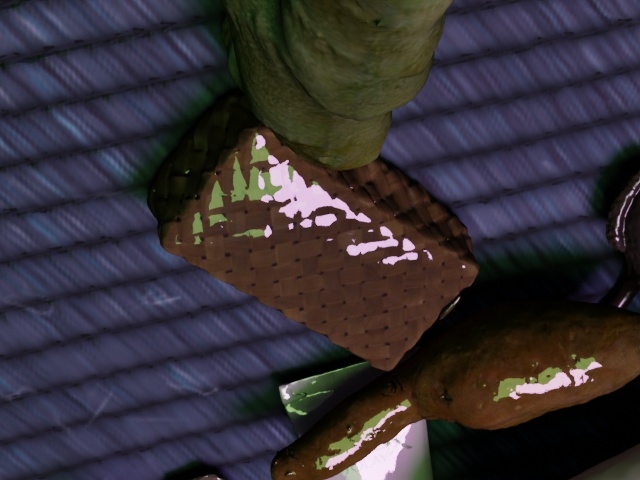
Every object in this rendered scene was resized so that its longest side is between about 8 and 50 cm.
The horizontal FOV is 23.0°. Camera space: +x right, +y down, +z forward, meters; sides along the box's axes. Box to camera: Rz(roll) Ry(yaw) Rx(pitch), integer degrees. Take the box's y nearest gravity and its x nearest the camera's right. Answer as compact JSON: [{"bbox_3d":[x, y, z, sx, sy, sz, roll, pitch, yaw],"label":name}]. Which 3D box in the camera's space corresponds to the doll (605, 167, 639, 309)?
[{"bbox_3d":[0.237,0.002,0.955,0.139,0.057,0.165,0,118,-10],"label":"doll"}]

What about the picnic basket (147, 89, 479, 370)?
[{"bbox_3d":[0.000,0.000,0.896,0.193,0.055,0.110,30,112,-30],"label":"picnic basket"}]

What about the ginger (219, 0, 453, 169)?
[{"bbox_3d":[0.003,-0.125,0.717,0.089,0.137,0.290,-14,169,-13],"label":"ginger"}]

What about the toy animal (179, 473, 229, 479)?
[{"bbox_3d":[-0.066,0.244,1.028,0.214,0.094,0.186,8,125,-27],"label":"toy animal"}]

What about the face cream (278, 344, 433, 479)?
[{"bbox_3d":[0.044,0.180,1.027,0.092,0.058,0.243,-17,118,-5],"label":"face cream"}]

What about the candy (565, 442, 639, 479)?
[{"bbox_3d":[0.274,0.179,0.981,0.359,0.145,0.208,-28,160,7],"label":"candy"}]

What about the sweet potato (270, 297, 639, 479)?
[{"bbox_3d":[0.091,0.081,0.943,0.269,0.075,0.075,-19,125,6],"label":"sweet potato"}]
